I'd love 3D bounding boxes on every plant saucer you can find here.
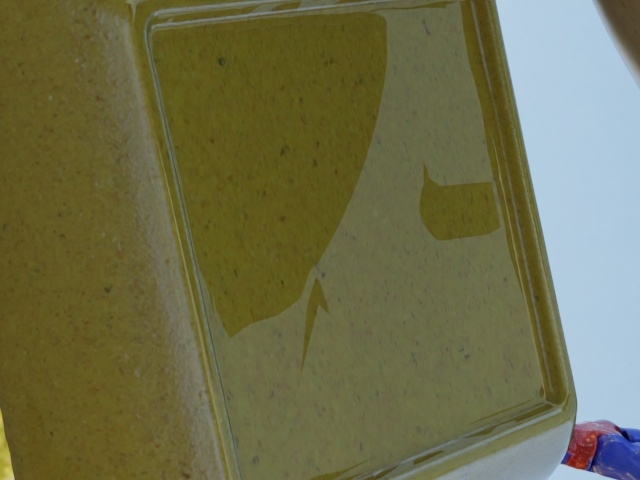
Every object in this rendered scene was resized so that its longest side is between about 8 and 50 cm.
[{"bbox_3d":[0.000,0.000,0.756,0.081,0.333,0.332,-10,-87,47],"label":"plant saucer"}]

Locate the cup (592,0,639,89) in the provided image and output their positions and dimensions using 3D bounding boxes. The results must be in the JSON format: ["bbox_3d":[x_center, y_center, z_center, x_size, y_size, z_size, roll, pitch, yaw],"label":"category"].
[{"bbox_3d":[0.206,-0.162,0.570,0.331,0.237,0.331,-25,-127,39],"label":"cup"}]

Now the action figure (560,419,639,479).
[{"bbox_3d":[0.183,0.172,1.063,0.091,0.280,0.139,-105,-145,-75],"label":"action figure"}]
